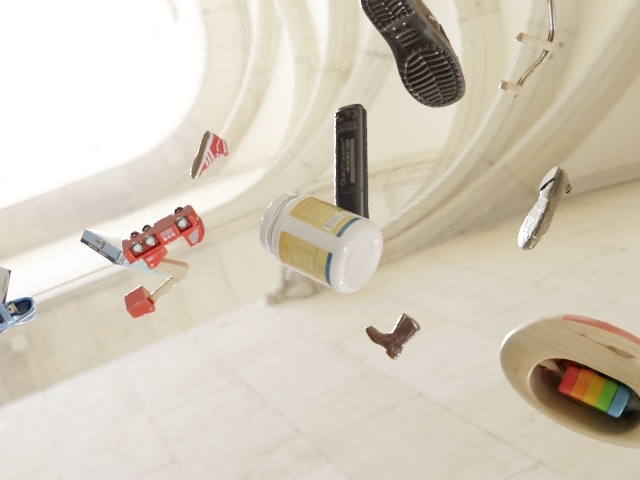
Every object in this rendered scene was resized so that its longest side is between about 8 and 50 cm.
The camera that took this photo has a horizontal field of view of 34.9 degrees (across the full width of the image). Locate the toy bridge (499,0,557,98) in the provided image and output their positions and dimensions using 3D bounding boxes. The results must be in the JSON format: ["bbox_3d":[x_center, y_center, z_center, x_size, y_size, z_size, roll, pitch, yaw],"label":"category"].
[{"bbox_3d":[0.347,-0.321,1.649,0.026,0.063,0.188,-137,-119,-64],"label":"toy bridge"}]

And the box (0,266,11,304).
[{"bbox_3d":[-0.724,0.124,2.137,0.137,0.072,0.126,-18,-122,37],"label":"box"}]

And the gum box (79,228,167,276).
[{"bbox_3d":[-0.498,0.031,2.611,0.157,0.184,0.041,28,-83,39],"label":"gum box"}]

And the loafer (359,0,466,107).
[{"bbox_3d":[0.212,-0.442,2.177,0.366,0.133,0.130,55,31,-37],"label":"loafer"}]

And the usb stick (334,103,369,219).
[{"bbox_3d":[0.064,-0.150,2.120,0.045,0.077,0.278,28,58,-56],"label":"usb stick"}]

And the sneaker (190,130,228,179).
[{"bbox_3d":[-0.258,-0.190,2.385,0.042,0.067,0.119,19,-93,52],"label":"sneaker"}]

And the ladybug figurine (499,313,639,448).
[{"bbox_3d":[0.627,0.303,2.284,0.449,0.162,0.305,27,-44,11],"label":"ladybug figurine"}]

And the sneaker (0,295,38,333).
[{"bbox_3d":[-0.603,0.146,1.935,0.053,0.144,0.059,52,-35,12],"label":"sneaker"}]

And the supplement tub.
[{"bbox_3d":[0.000,0.000,1.899,0.199,0.144,0.144,25,-38,31],"label":"supplement tub"}]

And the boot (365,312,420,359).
[{"bbox_3d":[0.163,0.194,2.276,0.106,0.037,0.114,42,-55,18],"label":"boot"}]

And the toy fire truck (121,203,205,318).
[{"bbox_3d":[-0.271,0.036,1.745,0.135,0.192,0.047,60,1,-33],"label":"toy fire truck"}]

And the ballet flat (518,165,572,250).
[{"bbox_3d":[0.470,-0.061,2.104,0.058,0.250,0.084,39,-43,-8],"label":"ballet flat"}]
